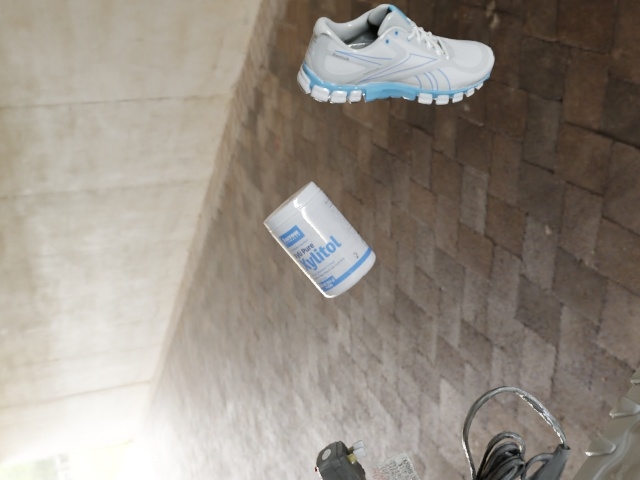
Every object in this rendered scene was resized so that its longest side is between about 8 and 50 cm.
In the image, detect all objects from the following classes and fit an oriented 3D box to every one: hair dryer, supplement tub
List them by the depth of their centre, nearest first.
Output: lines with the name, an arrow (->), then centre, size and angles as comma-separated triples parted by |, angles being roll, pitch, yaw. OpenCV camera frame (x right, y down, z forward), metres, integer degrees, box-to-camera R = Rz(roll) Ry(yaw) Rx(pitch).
hair dryer -> 0.132, 0.284, 0.643 | 0.224, 0.080, 0.293 | -23, 97, 28
supplement tub -> 0.000, 0.000, 0.789 | 0.107, 0.071, 0.071 | 49, 162, -8

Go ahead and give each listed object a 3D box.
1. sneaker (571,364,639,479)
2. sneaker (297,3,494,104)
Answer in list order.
sneaker -> 0.175, 0.104, 0.317 | 0.095, 0.235, 0.090 | 38, -179, 0
sneaker -> 0.077, -0.174, 0.691 | 0.083, 0.191, 0.071 | 101, 156, -47
